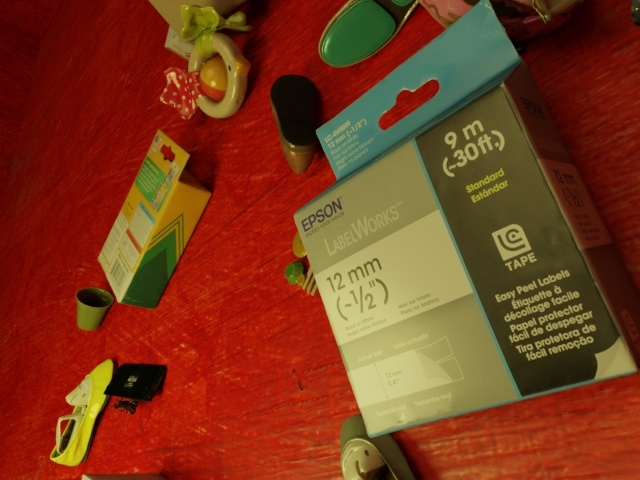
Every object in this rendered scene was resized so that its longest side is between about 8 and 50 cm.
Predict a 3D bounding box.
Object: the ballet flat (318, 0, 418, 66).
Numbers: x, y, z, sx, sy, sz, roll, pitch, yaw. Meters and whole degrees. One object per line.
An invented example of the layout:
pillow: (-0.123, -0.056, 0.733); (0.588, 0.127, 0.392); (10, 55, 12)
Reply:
ballet flat: (0.098, -0.348, 0.783); (0.248, 0.086, 0.086); (-33, 52, 34)

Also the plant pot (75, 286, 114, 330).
plant pot: (-0.532, 0.164, 1.264); (0.083, 0.083, 0.079); (48, 124, 47)

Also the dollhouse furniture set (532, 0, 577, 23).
dollhouse furniture set: (0.243, -0.278, 0.500); (0.152, 0.076, 0.058); (-35, 23, 12)

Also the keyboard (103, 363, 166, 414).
keyboard: (-0.359, 0.290, 1.052); (0.192, 0.038, 0.100); (-12, 42, 46)

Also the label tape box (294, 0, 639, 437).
label tape box: (0.105, -0.021, 0.513); (0.249, 0.115, 0.347); (-30, 75, 37)

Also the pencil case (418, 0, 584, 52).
pencil case: (0.241, -0.407, 0.576); (0.386, 0.167, 0.160); (-69, 21, 1)

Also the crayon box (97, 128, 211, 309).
crayon box: (-0.340, -0.048, 1.128); (0.203, 0.083, 0.323); (38, 104, 49)

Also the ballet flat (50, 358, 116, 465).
ballet flat: (-0.498, 0.357, 1.132); (0.077, 0.077, 0.231); (14, 85, 51)

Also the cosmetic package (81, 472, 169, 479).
cosmetic package: (-0.267, 0.476, 0.776); (0.224, 0.138, 0.224); (-5, 69, 47)

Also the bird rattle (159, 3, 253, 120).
bird rattle: (-0.228, -0.335, 1.091); (0.207, 0.143, 0.253); (49, 124, 25)

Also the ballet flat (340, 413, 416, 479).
ballet flat: (0.064, 0.258, 0.551); (0.072, 0.068, 0.213); (-57, 41, 14)

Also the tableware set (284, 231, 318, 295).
tableware set: (0.000, 0.000, 0.775); (0.104, 0.024, 0.154); (25, 94, 53)

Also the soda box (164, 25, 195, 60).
soda box: (-0.312, -0.555, 1.324); (0.069, 0.074, 0.216); (-10, 66, 46)

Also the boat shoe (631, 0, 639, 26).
boat shoe: (0.338, -0.282, 0.482); (0.083, 0.065, 0.183); (13, 83, 52)

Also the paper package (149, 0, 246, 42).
paper package: (-0.244, -0.614, 1.081); (0.325, 0.309, 0.168); (-14, 37, 43)

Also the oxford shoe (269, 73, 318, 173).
oxford shoe: (-0.044, -0.193, 0.876); (0.076, 0.076, 0.212); (96, 172, -49)
